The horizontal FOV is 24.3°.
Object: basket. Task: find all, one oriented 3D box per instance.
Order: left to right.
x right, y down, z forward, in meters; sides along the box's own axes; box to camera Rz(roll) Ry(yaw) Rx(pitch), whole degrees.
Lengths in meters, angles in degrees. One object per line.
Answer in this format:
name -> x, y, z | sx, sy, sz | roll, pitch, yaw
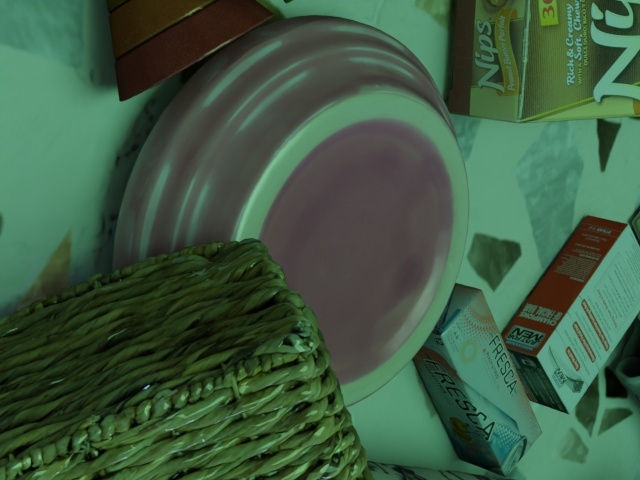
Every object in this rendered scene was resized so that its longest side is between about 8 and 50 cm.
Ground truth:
basket -> -0.125, 0.161, 0.948 | 0.299, 0.213, 0.223 | -24, 116, -8

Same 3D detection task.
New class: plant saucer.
plant saucer -> 0.000, 0.000, 1.119 | 0.332, 0.084, 0.332 | -19, 119, -39

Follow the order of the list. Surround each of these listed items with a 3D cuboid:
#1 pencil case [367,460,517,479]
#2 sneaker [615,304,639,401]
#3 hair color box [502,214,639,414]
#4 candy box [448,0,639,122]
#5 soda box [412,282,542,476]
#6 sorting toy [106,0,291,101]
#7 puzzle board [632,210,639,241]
pencil case -> 0.092, 0.281, 1.247 | 0.410, 0.160, 0.183 | 14, 122, -45
sneaker -> 0.357, 0.150, 1.524 | 0.121, 0.099, 0.262 | -20, 114, -21
hair color box -> 0.246, 0.069, 1.412 | 0.167, 0.053, 0.093 | -52, 131, -22
candy box -> 0.252, -0.204, 1.323 | 0.316, 0.087, 0.183 | -7, 104, -43
soda box -> 0.133, 0.122, 1.315 | 0.063, 0.058, 0.183 | -45, 127, -26
sorting toy -> -0.016, -0.221, 0.941 | 0.126, 0.365, 0.127 | 59, 30, -8
puzzle board -> 0.366, -0.008, 1.534 | 0.096, 0.011, 0.128 | -50, 130, -24
